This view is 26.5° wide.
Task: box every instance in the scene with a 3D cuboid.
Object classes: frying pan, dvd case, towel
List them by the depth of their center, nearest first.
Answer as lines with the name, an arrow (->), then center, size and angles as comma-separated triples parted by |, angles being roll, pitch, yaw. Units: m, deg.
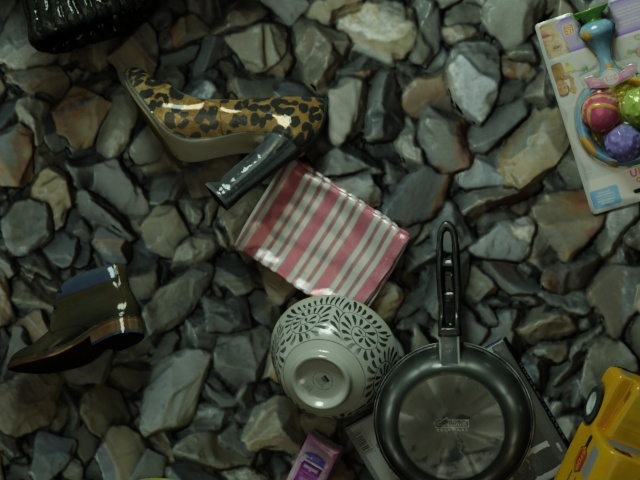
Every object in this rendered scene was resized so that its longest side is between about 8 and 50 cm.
frying pan -> 0.181, 0.161, 1.640 | 0.197, 0.053, 0.326 | 21, 99, 7
dvd case -> 0.173, 0.254, 1.691 | 0.238, 0.029, 0.179 | -32, 86, 18
towel -> 0.000, 0.000, 1.722 | 0.197, 0.029, 0.144 | 34, 104, 12

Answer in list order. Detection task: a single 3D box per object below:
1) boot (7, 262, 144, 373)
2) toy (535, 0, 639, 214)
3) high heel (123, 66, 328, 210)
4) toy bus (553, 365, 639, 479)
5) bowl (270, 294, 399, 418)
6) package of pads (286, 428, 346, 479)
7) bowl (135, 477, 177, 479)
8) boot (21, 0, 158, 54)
boot -> -0.333, 0.109, 1.833 | 0.219, 0.082, 0.106 | -19, 68, 23
toy -> 0.344, -0.159, 1.579 | 0.136, 0.056, 0.237 | -17, 90, 20
high heel -> -0.122, -0.176, 1.739 | 0.186, 0.093, 0.261 | -39, 65, -9
toy bus -> 0.324, 0.321, 1.581 | 0.108, 0.130, 0.333 | 21, 103, -6
bowl -> 0.009, 0.159, 1.688 | 0.170, 0.080, 0.170 | 5, 111, 13
package of pads -> -0.007, 0.290, 1.753 | 0.050, 0.032, 0.083 | 29, 104, 16
bowl -> -0.232, 0.471, 1.780 | 0.289, 0.156, 0.290 | 2, 96, 19
boot -> -0.400, -0.356, 1.763 | 0.347, 0.131, 0.260 | -17, 90, 18
